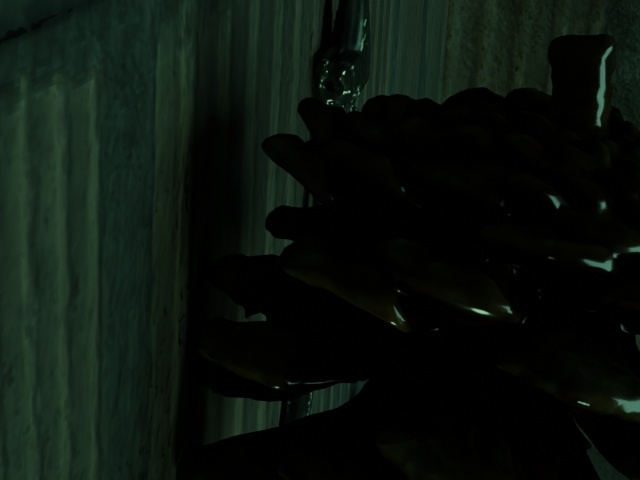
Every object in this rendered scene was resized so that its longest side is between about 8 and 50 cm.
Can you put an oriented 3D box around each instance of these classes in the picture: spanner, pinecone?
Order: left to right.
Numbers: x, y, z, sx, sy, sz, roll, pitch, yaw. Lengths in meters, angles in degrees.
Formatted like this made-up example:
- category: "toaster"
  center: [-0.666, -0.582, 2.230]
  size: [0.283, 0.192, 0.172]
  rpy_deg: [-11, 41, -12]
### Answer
- category: "spanner"
  center: [0.000, 0.000, 0.792]
  size: [0.093, 0.026, 0.325]
  rpy_deg: [46, 51, -81]
- category: "pinecone"
  center: [0.062, 0.071, 0.524]
  size: [0.244, 0.244, 0.309]
  rpy_deg: [-31, 144, -81]
